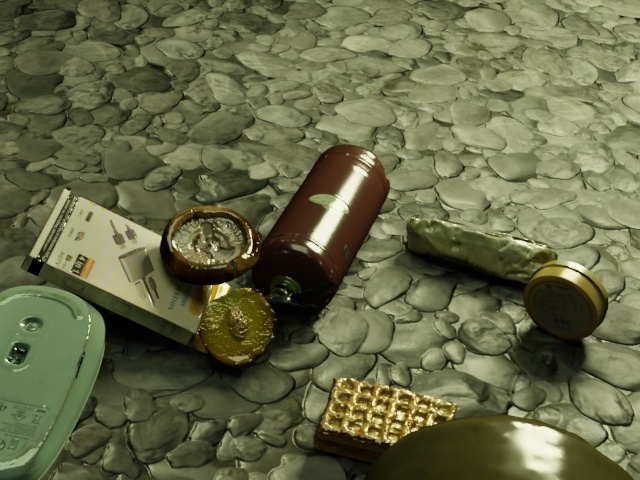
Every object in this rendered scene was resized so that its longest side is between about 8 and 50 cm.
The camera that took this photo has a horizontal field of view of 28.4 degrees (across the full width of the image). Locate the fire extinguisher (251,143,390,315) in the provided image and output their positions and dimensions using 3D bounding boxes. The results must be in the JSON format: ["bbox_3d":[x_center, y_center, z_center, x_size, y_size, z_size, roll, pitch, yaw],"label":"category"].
[{"bbox_3d":[0.000,0.000,1.641,0.135,0.114,0.337,-13,27,30],"label":"fire extinguisher"}]

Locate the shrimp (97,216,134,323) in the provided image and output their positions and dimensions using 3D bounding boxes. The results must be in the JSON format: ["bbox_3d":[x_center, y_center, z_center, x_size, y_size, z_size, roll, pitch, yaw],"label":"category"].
[{"bbox_3d":[-0.250,0.048,1.611,0.076,0.082,0.174,36,34,-30],"label":"shrimp"}]

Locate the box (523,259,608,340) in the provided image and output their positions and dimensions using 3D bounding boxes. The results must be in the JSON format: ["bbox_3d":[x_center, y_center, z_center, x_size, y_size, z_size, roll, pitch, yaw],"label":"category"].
[{"bbox_3d":[0.308,0.076,1.592,0.106,0.105,0.037,23,46,22],"label":"box"}]

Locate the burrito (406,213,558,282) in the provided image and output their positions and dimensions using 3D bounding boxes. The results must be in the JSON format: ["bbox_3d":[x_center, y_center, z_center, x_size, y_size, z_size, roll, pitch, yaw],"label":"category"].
[{"bbox_3d":[0.222,0.014,1.706,0.230,0.063,0.058,15,9,16],"label":"burrito"}]

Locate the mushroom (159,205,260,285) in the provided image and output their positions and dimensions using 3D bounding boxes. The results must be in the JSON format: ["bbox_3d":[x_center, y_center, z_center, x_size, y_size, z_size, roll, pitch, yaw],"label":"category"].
[{"bbox_3d":[-0.136,0.010,1.555,0.123,0.052,0.123,3,53,-5],"label":"mushroom"}]

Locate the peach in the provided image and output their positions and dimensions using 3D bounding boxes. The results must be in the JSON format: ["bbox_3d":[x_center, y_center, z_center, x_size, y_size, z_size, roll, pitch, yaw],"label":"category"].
[{"bbox_3d":[-0.097,0.107,1.524,0.098,0.061,0.098,0,80,-1],"label":"peach"}]

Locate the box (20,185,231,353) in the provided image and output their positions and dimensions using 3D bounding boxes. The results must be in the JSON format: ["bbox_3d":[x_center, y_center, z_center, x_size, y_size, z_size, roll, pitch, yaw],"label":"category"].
[{"bbox_3d":[-0.228,0.036,1.549,0.247,0.033,0.129,26,43,-11],"label":"box"}]

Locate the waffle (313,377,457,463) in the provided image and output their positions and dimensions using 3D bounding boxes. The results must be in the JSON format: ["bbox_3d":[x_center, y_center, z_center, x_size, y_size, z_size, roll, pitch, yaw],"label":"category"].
[{"bbox_3d":[0.074,0.209,1.430,0.148,0.042,0.102,12,35,9],"label":"waffle"}]

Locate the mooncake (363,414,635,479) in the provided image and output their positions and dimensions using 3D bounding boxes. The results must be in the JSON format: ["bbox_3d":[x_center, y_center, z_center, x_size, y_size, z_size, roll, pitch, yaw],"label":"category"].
[{"bbox_3d":[0.162,0.290,1.133,0.285,0.284,0.155,10,35,6],"label":"mooncake"}]

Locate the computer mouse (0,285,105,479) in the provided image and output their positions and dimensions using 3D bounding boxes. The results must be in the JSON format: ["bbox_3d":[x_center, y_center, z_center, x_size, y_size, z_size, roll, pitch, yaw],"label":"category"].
[{"bbox_3d":[-0.335,0.168,1.392,0.160,0.097,0.288,11,47,5],"label":"computer mouse"}]
